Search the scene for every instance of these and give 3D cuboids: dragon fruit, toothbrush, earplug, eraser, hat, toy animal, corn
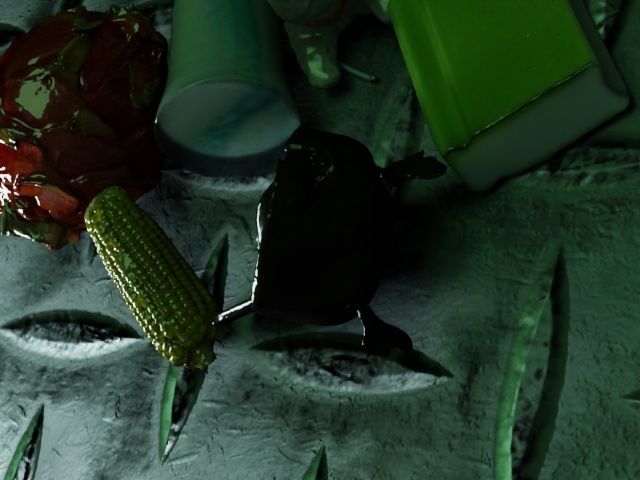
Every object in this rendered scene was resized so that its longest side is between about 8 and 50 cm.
[{"bbox_3d":[-0.331,-0.153,1.709,0.277,0.277,0.342,14,79,43],"label":"dragon fruit"},{"bbox_3d":[0.008,-0.231,1.637,0.193,0.013,0.019,28,94,44],"label":"toothbrush"},{"bbox_3d":[-0.121,-0.258,1.671,0.185,0.185,0.324,-28,46,27],"label":"earplug"},{"bbox_3d":[0.199,-0.213,1.417,0.210,0.092,0.274,-32,50,25],"label":"eraser"},{"bbox_3d":[0.017,0.016,1.431,0.336,0.209,0.238,123,166,-64],"label":"hat"},{"bbox_3d":[0.030,-0.395,1.585,0.308,0.188,0.266,-40,34,23],"label":"toy animal"},{"bbox_3d":[-0.206,0.047,1.579,0.097,0.097,0.261,-39,76,19],"label":"corn"}]

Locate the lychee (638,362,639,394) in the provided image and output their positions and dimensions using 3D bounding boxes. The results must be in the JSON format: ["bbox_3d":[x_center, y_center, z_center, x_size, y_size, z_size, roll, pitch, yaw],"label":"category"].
[{"bbox_3d":[0.349,0.122,1.063,0.188,0.188,0.188,-18,58,33],"label":"lychee"}]
